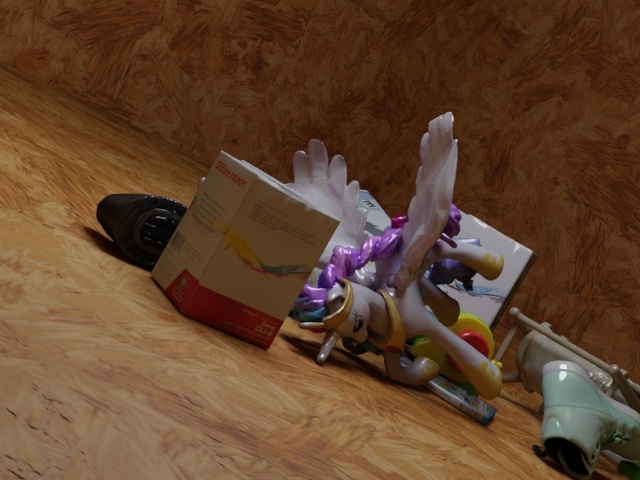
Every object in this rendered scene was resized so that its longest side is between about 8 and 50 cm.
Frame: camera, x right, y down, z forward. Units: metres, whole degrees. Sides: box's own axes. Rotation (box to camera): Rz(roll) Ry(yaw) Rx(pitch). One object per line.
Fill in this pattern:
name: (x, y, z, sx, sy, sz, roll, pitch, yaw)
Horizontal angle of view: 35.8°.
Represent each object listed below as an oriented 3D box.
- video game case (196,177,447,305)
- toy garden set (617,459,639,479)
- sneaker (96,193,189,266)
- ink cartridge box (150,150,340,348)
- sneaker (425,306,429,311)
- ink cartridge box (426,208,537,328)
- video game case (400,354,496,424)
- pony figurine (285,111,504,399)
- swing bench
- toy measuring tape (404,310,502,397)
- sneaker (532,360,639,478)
video game case: (0.000, 0.000, 1.588, 0.329, 0.036, 0.300, 3, 34, -31)
toy garden set: (0.603, 0.440, 1.568, 0.244, 0.049, 0.204, 32, 7, 39)
sneaker: (-0.164, -0.001, 1.298, 0.286, 0.109, 0.130, 29, -4, -40)
ink cartridge box: (-0.088, 0.008, 1.154, 0.127, 0.176, 0.128, 27, 5, -30)
sneaker: (0.056, 0.093, 1.669, 0.292, 0.110, 0.118, 29, -5, -8)
ink cartridge box: (0.302, 0.094, 2.085, 0.197, 0.270, 0.198, 31, 5, 15)
video game case: (0.189, 0.227, 1.518, 0.166, 0.015, 0.119, 31, 4, 15)
pony figurine: (0.111, 0.034, 1.378, 0.303, 0.351, 0.363, -14, -28, 42)
swing bench: (0.455, 0.271, 1.759, 0.255, 0.165, 0.253, 26, 5, -40)
toy measuring tape: (0.173, 0.137, 1.592, 0.330, 0.121, 0.121, 35, 3, -17)
sneaker: (0.409, 0.307, 1.492, 0.256, 0.151, 0.094, 38, -41, -28)
